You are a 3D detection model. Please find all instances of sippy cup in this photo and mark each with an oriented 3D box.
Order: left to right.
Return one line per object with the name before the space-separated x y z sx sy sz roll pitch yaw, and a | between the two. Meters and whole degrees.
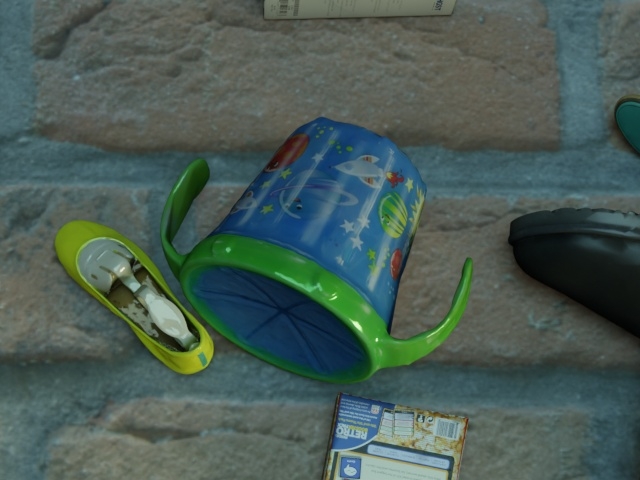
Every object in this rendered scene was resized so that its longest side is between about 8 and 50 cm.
sippy cup | 0.000 0.000 1.575 0.305 0.240 0.224 36 64 -17

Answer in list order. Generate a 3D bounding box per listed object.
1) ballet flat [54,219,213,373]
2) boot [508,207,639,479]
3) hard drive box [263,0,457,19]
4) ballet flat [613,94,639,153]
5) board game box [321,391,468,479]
ballet flat | -0.204 0.053 1.611 0.231 0.077 0.077 44 77 9
boot | 0.364 0.205 1.581 0.366 0.146 0.445 8 79 1
hard drive box | 0.049 -0.332 1.679 0.232 0.181 0.089 -1 73 -5
ballet flat | 0.446 -0.101 1.706 0.232 0.080 0.073 39 48 5
board game box | 0.072 0.274 1.583 0.146 0.045 0.194 12 74 0
